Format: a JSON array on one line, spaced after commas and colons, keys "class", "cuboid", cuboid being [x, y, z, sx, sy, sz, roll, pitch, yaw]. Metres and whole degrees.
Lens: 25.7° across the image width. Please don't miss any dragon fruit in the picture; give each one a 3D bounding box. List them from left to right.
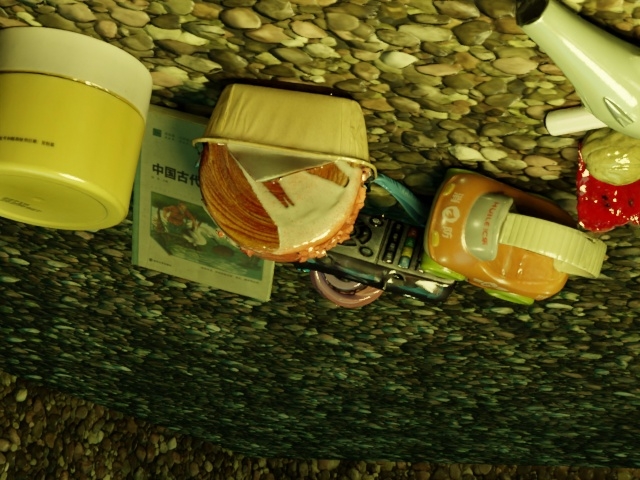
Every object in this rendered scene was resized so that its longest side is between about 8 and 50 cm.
[{"class": "dragon fruit", "cuboid": [0.411, -0.087, 1.731, 0.192, 0.122, 0.092, -7, -163, 31]}]

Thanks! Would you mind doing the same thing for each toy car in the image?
[{"class": "toy car", "cuboid": [0.262, -0.002, 1.820, 0.235, 0.145, 0.235, 16, 175, 2]}]

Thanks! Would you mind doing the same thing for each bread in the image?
[{"class": "bread", "cuboid": [-0.046, -0.081, 1.686, 0.224, 0.211, 0.142, 8, 167, 5]}]

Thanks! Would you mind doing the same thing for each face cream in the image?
[{"class": "face cream", "cuboid": [-0.325, -0.130, 1.702, 0.218, 0.179, 0.218, 8, 162, 2]}]

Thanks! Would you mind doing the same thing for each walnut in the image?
[{"class": "walnut", "cuboid": [0.350, -0.104, 1.642, 0.092, 0.092, 0.092, 8, 162, 2]}]

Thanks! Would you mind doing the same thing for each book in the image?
[{"class": "book", "cuboid": [-0.152, -0.046, 1.877, 0.215, 0.025, 0.282, 14, 132, 8]}]

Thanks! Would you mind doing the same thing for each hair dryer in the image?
[{"class": "hair dryer", "cuboid": [0.322, -0.209, 1.384, 0.229, 0.092, 0.267, 20, 146, -17]}]

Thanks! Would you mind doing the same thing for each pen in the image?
[{"class": "pen", "cuboid": [0.371, -0.150, 1.571, 0.269, 0.033, 0.033, -7, 156, 41]}]

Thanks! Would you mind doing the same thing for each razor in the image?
[{"class": "razor", "cuboid": [0.112, -0.056, 1.962, 0.082, 0.042, 0.253, 18, 174, 42]}]

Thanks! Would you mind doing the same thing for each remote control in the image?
[{"class": "remote control", "cuboid": [0.000, 0.000, 1.964, 0.399, 0.144, 0.062, 16, 127, 5]}]

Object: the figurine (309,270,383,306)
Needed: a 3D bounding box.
[{"class": "figurine", "cuboid": [0.061, 0.041, 2.208, 0.114, 0.126, 0.157, -47, 165, 20]}]
